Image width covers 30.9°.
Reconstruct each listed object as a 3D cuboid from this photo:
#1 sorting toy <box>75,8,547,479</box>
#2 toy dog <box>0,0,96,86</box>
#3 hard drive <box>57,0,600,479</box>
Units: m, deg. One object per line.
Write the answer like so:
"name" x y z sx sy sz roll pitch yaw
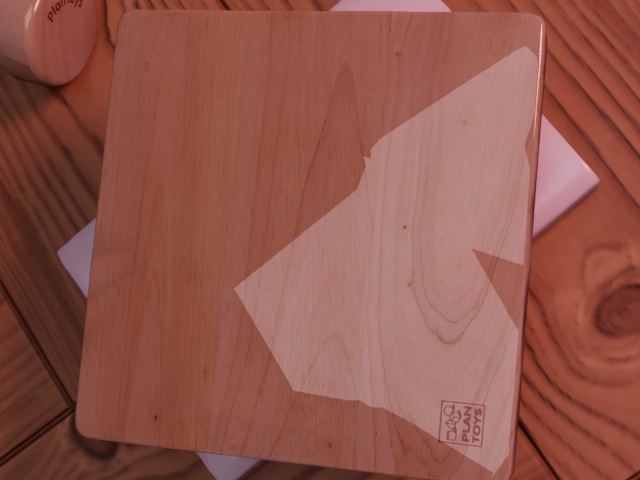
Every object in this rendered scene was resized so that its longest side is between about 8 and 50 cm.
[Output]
"sorting toy" 0.000 0.000 0.695 0.255 0.089 0.257 4 85 16
"toy dog" -0.231 -0.275 0.797 0.220 0.161 0.334 -6 82 14
"hard drive" -0.003 -0.013 0.764 0.307 0.040 0.203 -40 75 7
